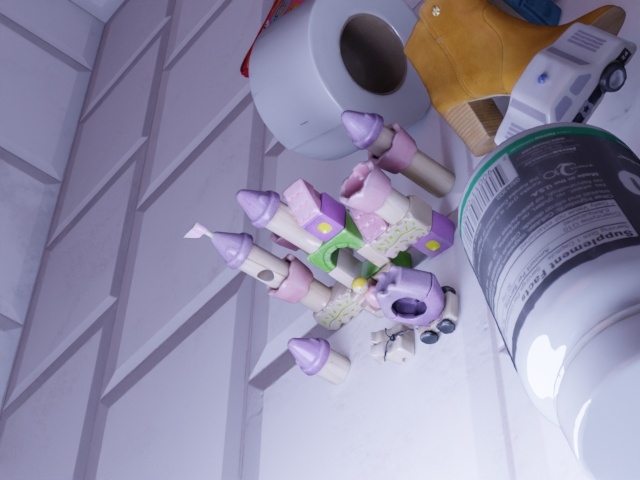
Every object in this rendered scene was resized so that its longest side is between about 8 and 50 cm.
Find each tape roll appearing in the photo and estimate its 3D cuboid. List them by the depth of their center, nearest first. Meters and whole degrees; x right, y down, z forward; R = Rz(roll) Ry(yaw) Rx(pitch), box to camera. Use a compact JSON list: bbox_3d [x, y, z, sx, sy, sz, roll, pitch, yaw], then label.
[{"bbox_3d":[0.034,-0.261,1.833,0.169,0.246,0.246,-20,44,53],"label":"tape roll"}]

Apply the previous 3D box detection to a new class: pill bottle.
[{"bbox_3d":[0.264,0.054,1.106,0.204,0.204,0.361,-48,27,21],"label":"pill bottle"}]

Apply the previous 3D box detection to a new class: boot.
[{"bbox_3d":[0.233,-0.269,1.537,0.295,0.104,0.211,-44,68,39],"label":"boot"}]

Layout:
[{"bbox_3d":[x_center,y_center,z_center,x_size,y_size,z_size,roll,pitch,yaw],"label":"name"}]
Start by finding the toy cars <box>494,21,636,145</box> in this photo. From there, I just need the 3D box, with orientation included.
[{"bbox_3d":[0.348,-0.210,1.307,0.394,0.087,0.176,-24,53,32],"label":"toy cars"}]

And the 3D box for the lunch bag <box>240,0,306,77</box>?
[{"bbox_3d":[-0.033,-0.424,2.304,0.258,0.120,0.293,-12,50,62],"label":"lunch bag"}]

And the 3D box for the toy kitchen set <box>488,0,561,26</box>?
[{"bbox_3d":[0.325,-0.400,1.605,0.166,0.122,0.207,-21,44,52],"label":"toy kitchen set"}]

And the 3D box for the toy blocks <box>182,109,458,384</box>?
[{"bbox_3d":[0.000,0.000,1.580,0.289,0.260,0.309,-38,32,36],"label":"toy blocks"}]
